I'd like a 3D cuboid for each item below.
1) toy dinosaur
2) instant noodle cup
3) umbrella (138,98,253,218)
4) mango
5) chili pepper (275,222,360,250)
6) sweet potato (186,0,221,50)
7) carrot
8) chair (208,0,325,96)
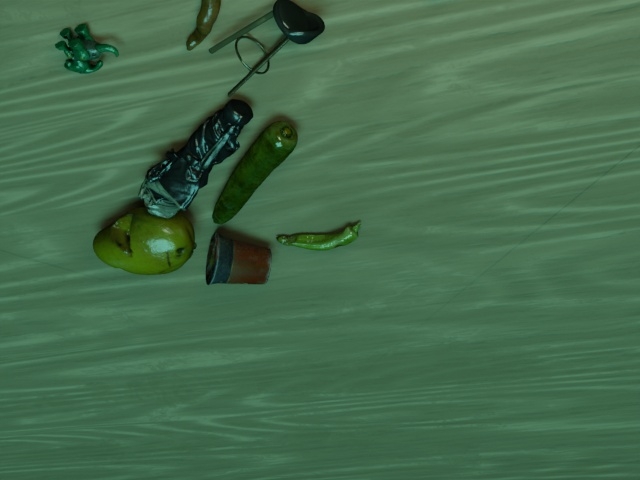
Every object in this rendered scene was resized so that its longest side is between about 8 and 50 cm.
[{"bbox_3d":[-0.443,-0.356,1.753,0.132,0.059,0.096,-1,149,22],"label":"toy dinosaur"},{"bbox_3d":[-0.190,0.052,2.158,0.136,0.127,0.127,9,141,-17],"label":"instant noodle cup"},{"bbox_3d":[-0.262,-0.166,1.910,0.113,0.106,0.358,40,131,-13],"label":"umbrella"},{"bbox_3d":[-0.407,0.004,2.116,0.262,0.130,0.167,-17,130,32],"label":"mango"},{"bbox_3d":[0.000,0.001,2.123,0.208,0.043,0.049,-10,150,20],"label":"chili pepper"},{"bbox_3d":[-0.207,-0.405,1.667,0.044,0.044,0.179,15,141,-11],"label":"sweet potato"},{"bbox_3d":[-0.154,-0.133,1.967,0.074,0.074,0.358,23,140,-19],"label":"carrot"},{"bbox_3d":[-0.101,-0.360,1.672,0.221,0.104,0.095,-26,113,36],"label":"chair"}]
